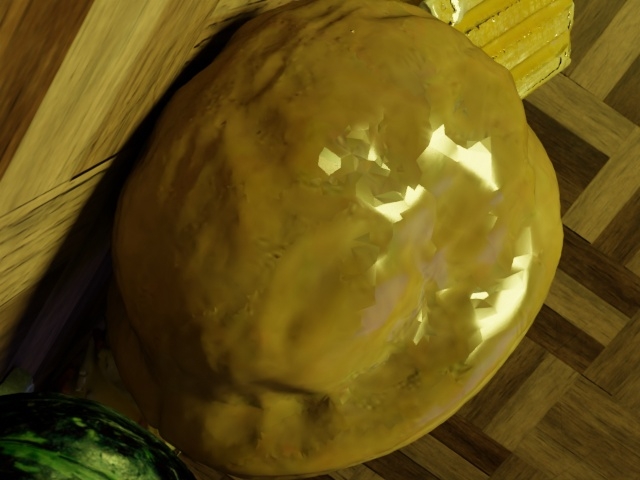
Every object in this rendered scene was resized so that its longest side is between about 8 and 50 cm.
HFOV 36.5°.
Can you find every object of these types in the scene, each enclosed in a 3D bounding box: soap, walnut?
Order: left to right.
[{"bbox_3d":[0.006,-0.014,0.786,0.383,0.384,0.383,-55,180,0],"label":"walnut"},{"bbox_3d":[0.183,-0.232,1.074,0.274,0.089,0.173,-36,125,-37],"label":"soap"}]

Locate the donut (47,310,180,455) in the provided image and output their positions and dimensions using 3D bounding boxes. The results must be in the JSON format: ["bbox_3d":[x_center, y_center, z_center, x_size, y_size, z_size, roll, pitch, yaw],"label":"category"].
[{"bbox_3d":[-0.238,0.224,0.954,0.307,0.150,0.371,-46,-171,37],"label":"donut"}]

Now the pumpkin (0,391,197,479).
[{"bbox_3d":[-0.203,0.216,0.541,0.315,0.238,0.315,-39,-168,9],"label":"pumpkin"}]

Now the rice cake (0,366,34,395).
[{"bbox_3d":[-0.296,0.180,0.814,0.170,0.029,0.033,-56,174,-13],"label":"rice cake"}]
